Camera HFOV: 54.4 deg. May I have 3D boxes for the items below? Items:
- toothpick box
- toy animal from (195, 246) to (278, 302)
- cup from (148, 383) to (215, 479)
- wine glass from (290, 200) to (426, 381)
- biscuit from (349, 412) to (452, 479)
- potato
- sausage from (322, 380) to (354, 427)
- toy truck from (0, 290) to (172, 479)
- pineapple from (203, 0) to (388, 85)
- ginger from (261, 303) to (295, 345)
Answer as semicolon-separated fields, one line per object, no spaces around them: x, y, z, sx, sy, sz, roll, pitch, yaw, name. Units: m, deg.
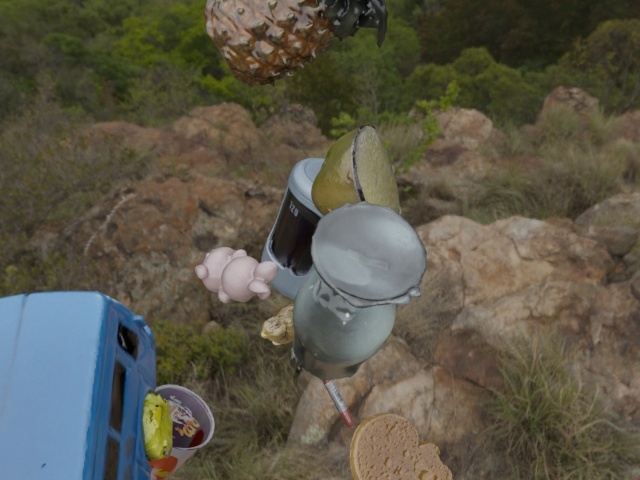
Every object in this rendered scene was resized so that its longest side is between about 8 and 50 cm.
0.000;0.000;1.548;0.263;0.354;0.263;17;31;-11;toothpick box
-0.163;0.088;1.350;0.213;0.124;0.124;17;57;35;toy animal
-0.428;0.543;1.623;0.203;0.288;0.203;29;27;-16;cup
0.026;0.063;0.586;0.103;0.222;0.103;4;59;-6;wine glass
0.189;0.529;1.469;0.289;0.044;0.202;33;65;-20;biscuit
0.045;-0.083;0.988;0.117;0.182;0.202;-10;27;22;potato
0.044;0.443;1.772;0.029;0.223;0.029;-25;12;6;sausage
-0.200;0.218;0.442;0.161;0.162;0.384;-6;55;0;toy truck
0.012;-0.310;0.795;0.310;0.170;0.141;-24;38;15;pineapple
-0.064;0.159;1.192;0.096;0.165;0.067;-36;85;-3;ginger
